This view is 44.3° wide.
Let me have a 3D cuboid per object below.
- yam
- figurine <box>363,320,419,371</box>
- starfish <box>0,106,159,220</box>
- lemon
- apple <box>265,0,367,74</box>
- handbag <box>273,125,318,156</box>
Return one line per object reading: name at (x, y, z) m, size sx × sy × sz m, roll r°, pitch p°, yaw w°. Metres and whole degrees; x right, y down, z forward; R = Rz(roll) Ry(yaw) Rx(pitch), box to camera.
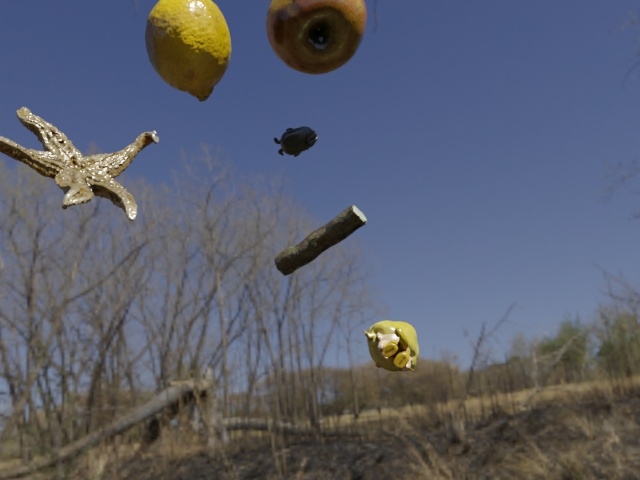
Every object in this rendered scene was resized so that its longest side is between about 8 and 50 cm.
yam at (0.000, 0.000, 1.785) m, size 0.253 × 0.061 × 0.061 m, roll -34°, pitch -29°, yaw 29°
figurine at (0.174, 0.254, 1.869) m, size 0.156 × 0.131 × 0.246 m, roll 40°, pitch 0°, yaw -1°
starfish at (-0.436, -0.143, 1.429) m, size 0.327 × 0.375 × 0.094 m, roll -30°, pitch -31°, yaw -54°
lemon at (-0.288, -0.434, 1.729) m, size 0.188 × 0.257 × 0.188 m, roll -9°, pitch 8°, yaw 1°
apple at (-0.011, -0.500, 1.807) m, size 0.236 × 0.207 × 0.237 m, roll -1°, pitch -60°, yaw -2°
handbag at (-0.053, -0.243, 1.914) m, size 0.111 × 0.072 × 0.047 m, roll -25°, pitch 16°, yaw -28°
